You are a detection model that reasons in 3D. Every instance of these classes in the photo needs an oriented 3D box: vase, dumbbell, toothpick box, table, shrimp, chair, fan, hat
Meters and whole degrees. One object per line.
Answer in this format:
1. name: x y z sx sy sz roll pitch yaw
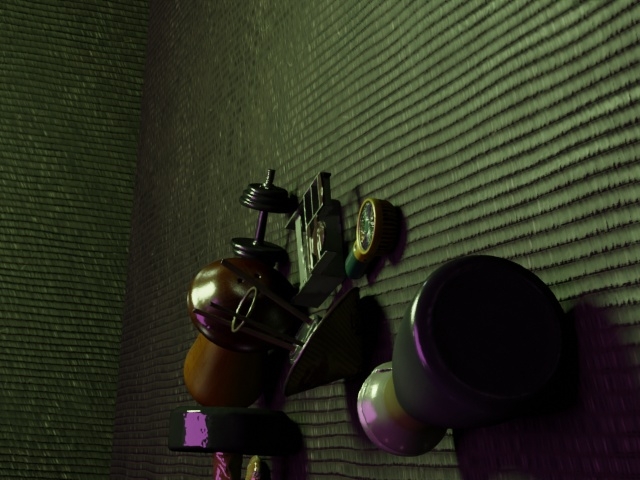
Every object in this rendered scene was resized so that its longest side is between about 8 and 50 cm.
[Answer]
1. vase: 0.140 0.151 1.481 0.321 0.173 0.173 121 151 -63
2. dumbbell: -0.106 -0.025 2.374 0.099 0.099 0.208 -140 59 -69
3. toothpick box: -0.146 0.164 2.308 0.294 0.192 0.192 106 161 -46
4. table: 0.000 0.000 2.095 0.175 0.062 0.146 128 144 -51
5. shrimp: -0.132 0.460 2.376 0.099 0.041 0.180 -110 31 -56
6. chair: -0.084 0.124 2.133 0.095 0.221 0.104 -62 15 -14
7. fan: 0.071 0.002 1.919 0.155 0.039 0.082 117 152 -51
8. hat: 0.031 0.167 1.933 0.193 0.082 0.193 -53 -13 -18
9. dumbbell: -0.157 0.440 2.200 0.204 0.203 0.322 153 121 -69
